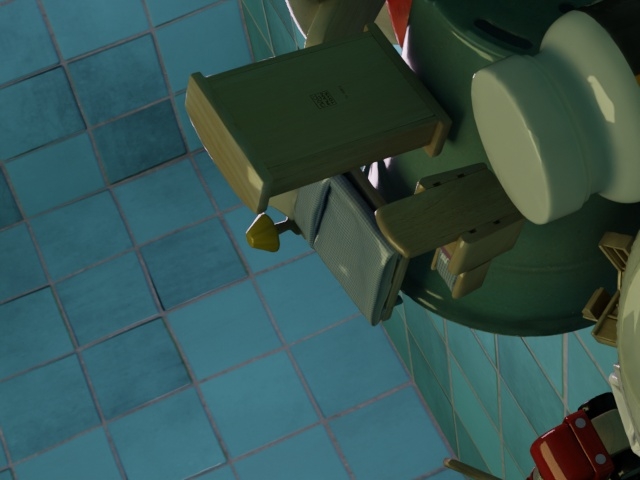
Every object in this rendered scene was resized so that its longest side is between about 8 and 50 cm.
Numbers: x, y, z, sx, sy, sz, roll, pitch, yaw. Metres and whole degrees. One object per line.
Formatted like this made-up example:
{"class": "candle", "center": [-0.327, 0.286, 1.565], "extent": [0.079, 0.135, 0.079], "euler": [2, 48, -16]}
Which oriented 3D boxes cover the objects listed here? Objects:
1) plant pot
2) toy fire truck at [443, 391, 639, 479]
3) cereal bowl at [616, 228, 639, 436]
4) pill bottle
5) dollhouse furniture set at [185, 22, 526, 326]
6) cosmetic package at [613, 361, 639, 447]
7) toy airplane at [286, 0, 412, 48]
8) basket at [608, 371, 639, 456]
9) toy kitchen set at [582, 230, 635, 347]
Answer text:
{"class": "plant pot", "center": [0.212, -0.140, 1.397], "extent": [0.334, 0.341, 0.341], "euler": [92, 156, -51]}
{"class": "toy fire truck", "center": [0.324, 0.327, 2.058], "extent": [0.217, 0.246, 0.159], "euler": [86, 159, -66]}
{"class": "cereal bowl", "center": [0.350, 0.077, 1.169], "extent": [0.339, 0.141, 0.339], "euler": [-177, 90, -68]}
{"class": "pill bottle", "center": [0.271, -0.125, 1.112], "extent": [0.162, 0.278, 0.162], "euler": [157, 90, -82]}
{"class": "dollhouse furniture set", "center": [0.000, 0.000, 1.342], "extent": [0.286, 0.198, 0.303], "euler": [56, 151, 28]}
{"class": "cosmetic package", "center": [0.420, 0.196, 1.450], "extent": [0.151, 0.151, 0.184], "euler": [-146, 36, -76]}
{"class": "toy airplane", "center": [0.066, -0.359, 1.531], "extent": [0.386, 0.272, 0.385], "euler": [-36, -37, -81]}
{"class": "basket", "center": [0.422, 0.203, 1.619], "extent": [0.167, 0.103, 0.113], "euler": [-138, 27, -73]}
{"class": "toy kitchen set", "center": [0.269, 0.045, 1.343], "extent": [0.068, 0.083, 0.075], "euler": [14, 155, 51]}
